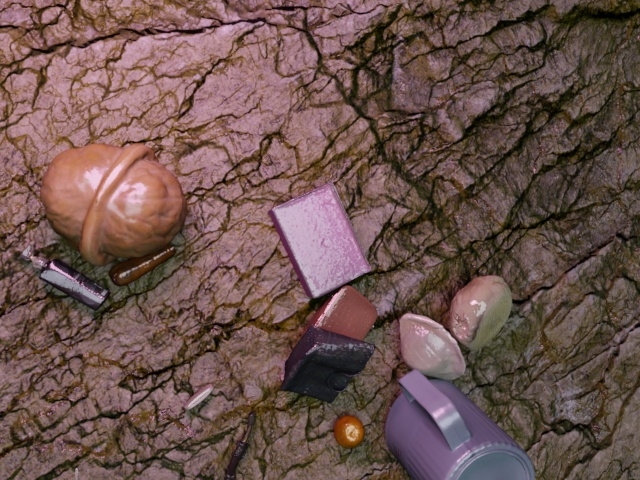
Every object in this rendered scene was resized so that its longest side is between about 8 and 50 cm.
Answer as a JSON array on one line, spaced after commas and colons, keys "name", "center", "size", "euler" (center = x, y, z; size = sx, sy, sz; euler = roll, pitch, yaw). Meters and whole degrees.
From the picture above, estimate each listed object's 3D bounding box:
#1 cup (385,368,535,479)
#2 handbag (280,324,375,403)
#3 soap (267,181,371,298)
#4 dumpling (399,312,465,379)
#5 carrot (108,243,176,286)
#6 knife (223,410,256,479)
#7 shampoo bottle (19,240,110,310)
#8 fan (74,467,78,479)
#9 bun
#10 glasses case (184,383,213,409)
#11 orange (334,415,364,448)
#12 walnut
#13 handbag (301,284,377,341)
[{"name": "cup", "center": [0.340, 0.500, 1.266], "size": [0.257, 0.311, 0.331], "euler": [-1, 100, -15]}, {"name": "handbag", "center": [0.010, 0.315, 1.264], "size": [0.175, 0.270, 0.088], "euler": [20, 40, -13]}, {"name": "soap", "center": [-0.001, 0.000, 1.326], "size": [0.181, 0.081, 0.259], "euler": [-27, 97, -14]}, {"name": "dumpling", "center": [0.303, 0.289, 1.367], "size": [0.126, 0.167, 0.215], "euler": [-11, 88, -48]}, {"name": "carrot", "center": [-0.425, 0.055, 1.222], "size": [0.162, 0.055, 0.055], "euler": [-30, 97, -21]}, {"name": "knife", "center": [-0.205, 0.536, 1.287], "size": [0.046, 0.021, 0.222], "euler": [14, 89, -14]}, {"name": "shampoo bottle", "center": [-0.587, 0.083, 1.169], "size": [0.208, 0.057, 0.063], "euler": [36, 80, -13]}, {"name": "fan", "center": [-0.572, 0.686, 1.185], "size": [0.182, 0.010, 0.310], "euler": [0, 89, -15]}, {"name": "bun", "center": [0.429, 0.187, 1.401], "size": [0.220, 0.134, 0.220], "euler": [-27, 132, -34]}, {"name": "glasses case", "center": [-0.300, 0.386, 1.257], "size": [0.083, 0.032, 0.021], "euler": [-38, 102, -14]}, {"name": "orange", "center": [0.076, 0.506, 1.343], "size": [0.083, 0.070, 0.083], "euler": [3, 77, -11]}, {"name": "walnut", "center": [-0.447, -0.082, 1.109], "size": [0.297, 0.285, 0.285], "euler": [23, 83, -8]}, {"name": "handbag", "center": [0.056, 0.223, 1.344], "size": [0.151, 0.072, 0.193], "euler": [36, 78, -12]}]
